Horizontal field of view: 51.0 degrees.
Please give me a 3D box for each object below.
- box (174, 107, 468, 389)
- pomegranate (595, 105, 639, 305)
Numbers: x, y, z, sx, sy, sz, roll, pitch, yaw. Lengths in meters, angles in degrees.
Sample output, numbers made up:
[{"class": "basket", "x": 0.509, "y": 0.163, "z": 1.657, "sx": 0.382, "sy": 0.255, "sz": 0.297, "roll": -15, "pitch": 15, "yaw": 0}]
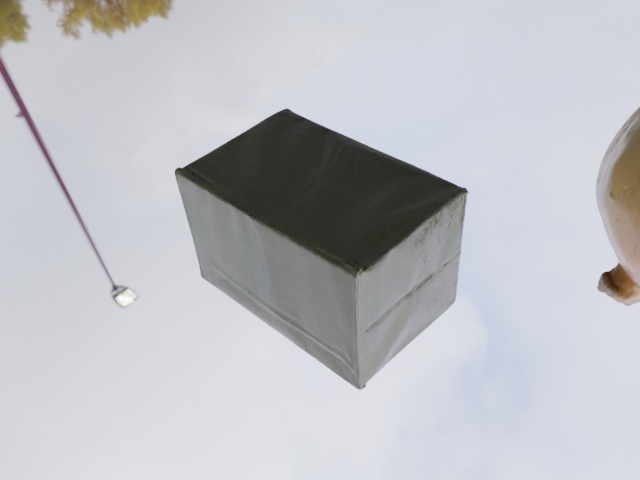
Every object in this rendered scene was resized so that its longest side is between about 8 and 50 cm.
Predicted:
[{"class": "box", "x": 0.000, "y": 0.000, "z": 0.649, "sx": 0.231, "sy": 0.155, "sz": 0.149, "roll": 29, "pitch": -129, "yaw": 35}, {"class": "pomegranate", "x": 0.470, "y": -0.026, "z": 0.774, "sx": 0.338, "sy": 0.338, "sz": 0.338, "roll": -13, "pitch": -149, "yaw": 8}]
